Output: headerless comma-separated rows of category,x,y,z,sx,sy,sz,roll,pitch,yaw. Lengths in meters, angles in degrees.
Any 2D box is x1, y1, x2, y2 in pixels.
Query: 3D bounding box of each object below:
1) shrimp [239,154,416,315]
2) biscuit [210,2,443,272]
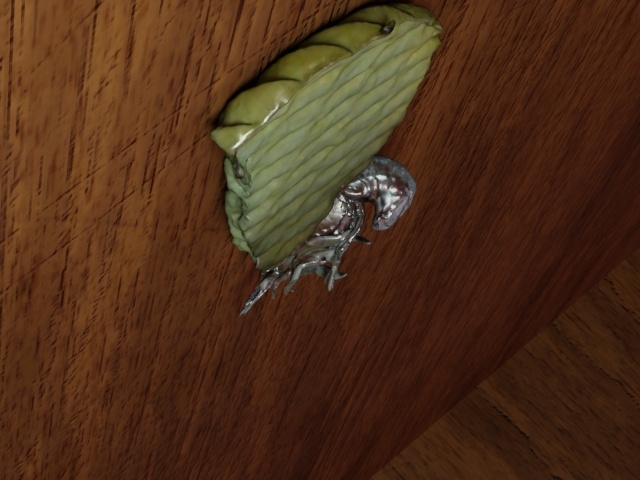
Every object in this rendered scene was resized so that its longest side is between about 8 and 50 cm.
shrimp,0.000,0.000,1.412,0.165,0.065,0.056,-48,-170,19
biscuit,0.006,-0.078,1.251,0.187,0.036,0.273,-41,166,-13
